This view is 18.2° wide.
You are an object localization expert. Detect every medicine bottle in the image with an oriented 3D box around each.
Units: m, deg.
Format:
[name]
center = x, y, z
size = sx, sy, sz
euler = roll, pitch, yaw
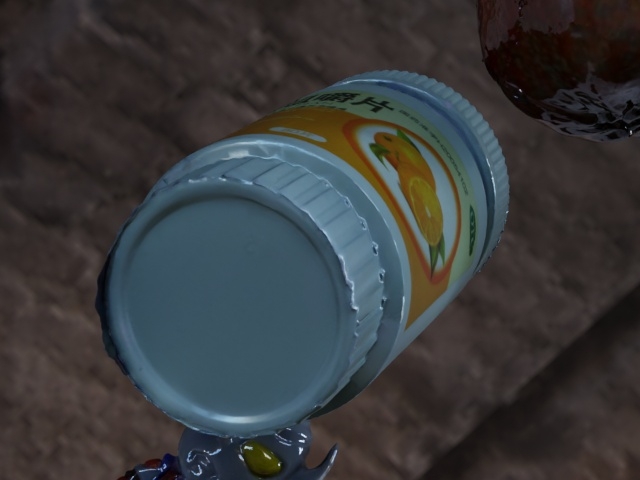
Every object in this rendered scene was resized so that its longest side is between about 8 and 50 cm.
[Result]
[medicine bottle]
center = 0.000, 0.000, 1.142
size = 0.158, 0.158, 0.318
euler = 47, 22, 2

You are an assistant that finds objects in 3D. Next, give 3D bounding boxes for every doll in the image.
[doll]
center = -0.067, 0.152, 1.385
size = 0.104, 0.194, 0.062
euler = 32, -31, 41

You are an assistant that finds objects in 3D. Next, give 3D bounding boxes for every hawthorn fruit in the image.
[hawthorn fruit]
center = 0.180, -0.175, 1.160
size = 0.181, 0.181, 0.235
euler = 9, 82, -54
